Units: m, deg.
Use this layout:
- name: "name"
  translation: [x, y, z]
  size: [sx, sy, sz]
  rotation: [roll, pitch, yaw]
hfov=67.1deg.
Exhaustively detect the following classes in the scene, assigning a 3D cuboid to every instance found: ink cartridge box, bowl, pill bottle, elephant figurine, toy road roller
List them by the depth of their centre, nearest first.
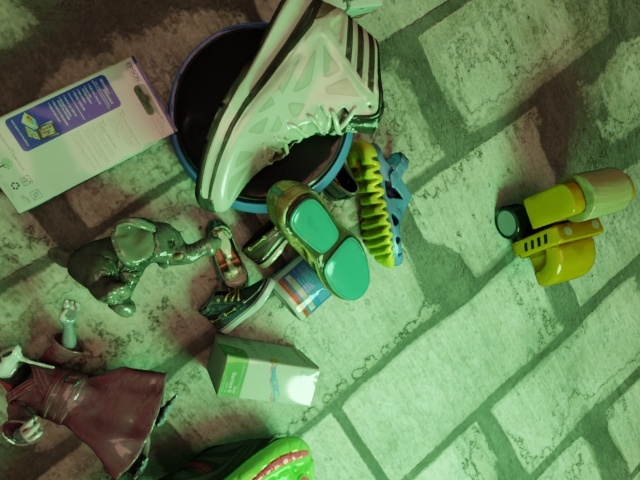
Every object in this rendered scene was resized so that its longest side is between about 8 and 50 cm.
- name: "ink cartridge box"
  translation: [-0.459, -0.202, 0.919]
  size: [0.332, 0.065, 0.165]
  rotation: [-29, 105, -9]
- name: "elephant figurine"
  translation: [-0.358, 0.017, 0.960]
  size: [0.239, 0.169, 0.186]
  rotation: [-50, 144, -14]
- name: "bowl"
  translation: [-0.121, -0.253, 0.996]
  size: [0.390, 0.077, 0.392]
  rotation: [0, 93, -4]
- name: "ink cartridge box"
  translation: [-0.129, 0.285, 1.066]
  size: [0.212, 0.154, 0.093]
  rotation: [13, 91, -22]
- name: "ink cartridge box"
  translation: [0.043, -0.533, 1.071]
  size: [0.150, 0.109, 0.063]
  rotation: [-15, 105, -19]
- name: "pill bottle"
  translation: [-0.002, 0.069, 1.110]
  size: [0.221, 0.124, 0.124]
  rotation: [-41, 108, -12]
- name: "toy road roller"
  translation: [0.642, -0.022, 1.249]
  size: [0.202, 0.329, 0.241]
  rotation: [-12, 78, -20]

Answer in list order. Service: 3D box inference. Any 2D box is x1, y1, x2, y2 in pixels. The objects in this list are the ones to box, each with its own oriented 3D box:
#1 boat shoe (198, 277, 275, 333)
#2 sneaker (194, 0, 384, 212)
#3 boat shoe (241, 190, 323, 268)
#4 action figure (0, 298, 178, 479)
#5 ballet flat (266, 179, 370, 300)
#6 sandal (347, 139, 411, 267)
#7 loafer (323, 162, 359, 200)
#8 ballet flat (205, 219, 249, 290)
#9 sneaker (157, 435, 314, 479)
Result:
- name: "boat shoe"
  translation: [-0.183, 0.127, 1.044]
  size: [0.083, 0.065, 0.183]
  rotation: [40, 112, -18]
- name: "sneaker"
  translation: [-0.033, -0.215, 0.881]
  size: [0.257, 0.169, 0.448]
  rotation: [28, 89, -4]
- name: "boat shoe"
  translation: [-0.084, -0.043, 1.088]
  size: [0.068, 0.081, 0.228]
  rotation: [41, 83, -24]
- name: "action figure"
  translation: [-0.481, 0.299, 0.950]
  size: [0.370, 0.276, 0.248]
  rotation: [24, 51, -6]
- name: "ballet flat"
  translation: [0.000, 0.000, 0.966]
  size: [0.123, 0.123, 0.348]
  rotation: [-49, 139, -10]
- name: "sandal"
  translation: [0.166, -0.090, 1.164]
  size: [0.138, 0.126, 0.318]
  rotation: [-14, 102, -24]
- name: "loafer"
  translation: [-0.015, -0.214, 1.089]
  size: [0.109, 0.095, 0.302]
  rotation: [-46, 109, -11]
- name: "ballet flat"
  translation: [-0.203, 0.046, 1.061]
  size: [0.070, 0.070, 0.189]
  rotation: [-26, 105, -17]
- name: "sneaker"
  translation: [-0.245, 0.545, 1.012]
  size: [0.482, 0.202, 0.185]
  rotation: [-4, 78, -31]
